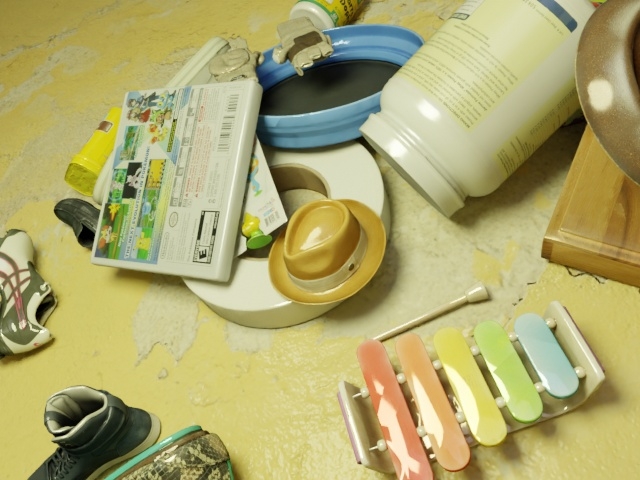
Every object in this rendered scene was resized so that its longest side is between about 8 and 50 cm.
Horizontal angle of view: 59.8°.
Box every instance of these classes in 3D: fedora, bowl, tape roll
[{"bbox_3d":[0.000,0.000,0.824,0.194,0.079,0.194,-10,54,14],"label":"fedora"},{"bbox_3d":[0.011,-0.302,1.069,0.390,0.077,0.391,-10,38,8],"label":"bowl"},{"bbox_3d":[-0.072,-0.036,0.972,0.391,0.072,0.392,-11,53,14],"label":"tape roll"}]

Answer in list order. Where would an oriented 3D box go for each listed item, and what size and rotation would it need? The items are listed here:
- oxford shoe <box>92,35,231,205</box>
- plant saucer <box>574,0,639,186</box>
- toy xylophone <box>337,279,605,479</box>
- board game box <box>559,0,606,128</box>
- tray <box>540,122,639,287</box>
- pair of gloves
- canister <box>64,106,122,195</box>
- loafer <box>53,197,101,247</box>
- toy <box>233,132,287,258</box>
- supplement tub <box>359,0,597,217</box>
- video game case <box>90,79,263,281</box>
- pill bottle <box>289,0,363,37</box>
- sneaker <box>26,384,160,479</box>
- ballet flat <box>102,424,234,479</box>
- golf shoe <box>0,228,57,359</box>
[{"bbox_3d":[-0.302,-0.238,1.166,0.449,0.130,0.169,-54,16,-19],"label":"oxford shoe"},{"bbox_3d":[0.470,-0.193,0.697,0.310,0.050,0.311,3,77,-13],"label":"plant saucer"},{"bbox_3d":[0.174,0.171,0.726,0.322,0.081,0.236,-28,51,0],"label":"toy xylophone"},{"bbox_3d":[0.480,-0.361,1.010,0.208,0.056,0.347,-11,53,8],"label":"board game box"},{"bbox_3d":[0.486,-0.134,0.794,0.202,0.076,0.411,19,71,26],"label":"tray"},{"bbox_3d":[-0.096,-0.354,1.076,0.240,0.042,0.204,-23,42,-6],"label":"pair of gloves"},{"bbox_3d":[-0.475,-0.195,1.212,0.126,0.073,0.170,-31,32,54],"label":"canister"},{"bbox_3d":[-0.461,-0.026,1.108,0.223,0.076,0.078,19,57,26],"label":"loafer"},{"bbox_3d":[-0.127,-0.091,0.941,0.136,0.056,0.237,-34,58,25],"label":"toy"},{"bbox_3d":[0.241,-0.217,0.847,0.325,0.235,0.235,-45,51,7],"label":"supplement tub"},{"bbox_3d":[-0.253,-0.106,0.954,0.299,0.036,0.329,4,81,30],"label":"video game case"},{"bbox_3d":[0.028,-0.547,1.265,0.117,0.118,0.208,19,64,30],"label":"pill bottle"},{"bbox_3d":[-0.368,0.295,0.794,0.226,0.163,0.086,-34,53,-3],"label":"sneaker"},{"bbox_3d":[-0.325,0.414,0.712,0.482,0.164,0.182,-25,72,0],"label":"ballet flat"},{"bbox_3d":[-0.562,0.094,1.065,0.120,0.105,0.273,-8,56,-7],"label":"golf shoe"}]
